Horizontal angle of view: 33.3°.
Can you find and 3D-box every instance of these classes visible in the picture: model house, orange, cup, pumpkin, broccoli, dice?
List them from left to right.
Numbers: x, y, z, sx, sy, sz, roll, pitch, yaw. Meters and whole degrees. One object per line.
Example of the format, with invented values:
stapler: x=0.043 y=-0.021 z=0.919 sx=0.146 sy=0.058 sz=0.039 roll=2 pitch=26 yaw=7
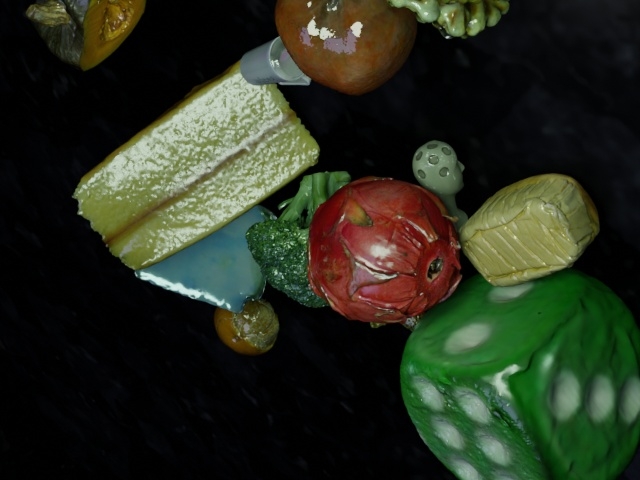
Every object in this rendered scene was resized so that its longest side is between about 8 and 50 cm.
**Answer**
pumpkin: x=-0.418 y=-0.425 z=1.881 sx=0.139 sy=0.222 sz=0.317 roll=44 pitch=150 yaw=2
model house: x=-0.209 y=-0.003 z=2.184 sx=0.261 sy=0.226 sz=0.241 roll=20 pitch=-172 yaw=-2
orange: x=-0.159 y=0.176 z=2.363 sx=0.156 sy=0.134 sz=0.157 roll=10 pitch=134 yaw=11
cup: x=-0.068 y=-0.288 z=1.781 sx=0.104 sy=0.074 sz=0.116 roll=29 pitch=162 yaw=-30
broccoli: x=0.000 y=0.000 z=1.890 sx=0.261 sy=0.269 sz=0.242 roll=1 pitch=92 yaw=49
dice: x=0.321 y=0.224 z=1.678 sx=0.287 sy=0.300 sz=0.297 roll=7 pitch=132 yaw=49

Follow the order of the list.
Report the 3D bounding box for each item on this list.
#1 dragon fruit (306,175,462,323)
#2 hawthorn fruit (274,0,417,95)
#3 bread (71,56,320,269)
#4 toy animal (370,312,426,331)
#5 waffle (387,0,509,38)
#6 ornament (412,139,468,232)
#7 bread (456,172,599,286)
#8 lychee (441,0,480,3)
dragon fruit: x=0.092 y=0.017 z=1.641 sx=0.241 sy=0.241 sz=0.252 roll=59 pitch=174 yaw=-21
hawthorn fruit: x=0.042 y=-0.292 z=1.540 sx=0.199 sy=0.199 sz=0.251 roll=29 pitch=159 yaw=26
bread: x=-0.224 y=-0.115 z=1.875 sx=0.233 sy=0.361 sz=0.245 roll=54 pitch=150 yaw=-13
toy animal: x=0.181 y=0.165 z=1.996 sx=0.181 sy=0.073 sz=0.136 roll=51 pitch=141 yaw=-2
waffle: x=0.144 y=-0.338 z=1.320 sx=0.204 sy=0.223 sz=0.054 roll=41 pitch=136 yaw=5
ornament: x=0.193 y=-0.089 z=1.690 sx=0.075 sy=0.081 sz=0.156 roll=-113 pitch=4 yaw=-52
bread: x=0.313 y=-0.017 z=1.592 sx=0.140 sy=0.106 sz=0.236 roll=52 pitch=148 yaw=-8
lychee: x=0.149 y=-0.421 z=1.169 sx=0.270 sy=0.270 sz=0.320 roll=9 pitch=122 yaw=45
